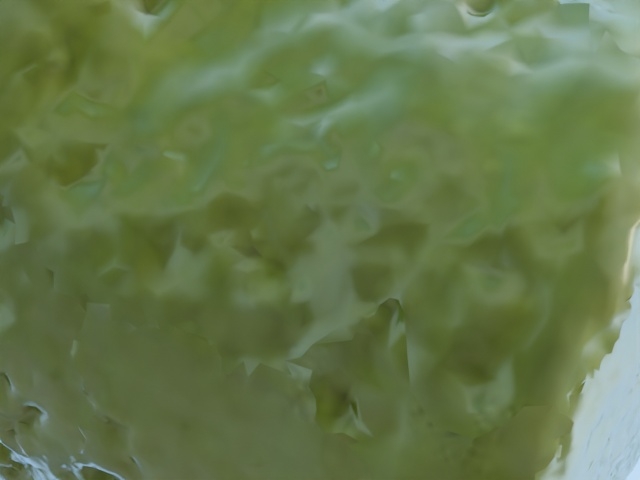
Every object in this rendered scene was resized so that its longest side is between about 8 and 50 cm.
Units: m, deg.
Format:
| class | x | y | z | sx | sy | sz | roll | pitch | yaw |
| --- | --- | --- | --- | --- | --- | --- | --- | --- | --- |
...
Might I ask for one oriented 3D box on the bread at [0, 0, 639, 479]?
| class | x | y | z | sx | sy | sz | roll | pitch | yaw |
| --- | --- | --- | --- | --- | --- | --- | --- | --- | --- |
| bread | 0.000 | 0.000 | 0.676 | 0.307 | 0.348 | 0.348 | 21 | -74 | 6 |
